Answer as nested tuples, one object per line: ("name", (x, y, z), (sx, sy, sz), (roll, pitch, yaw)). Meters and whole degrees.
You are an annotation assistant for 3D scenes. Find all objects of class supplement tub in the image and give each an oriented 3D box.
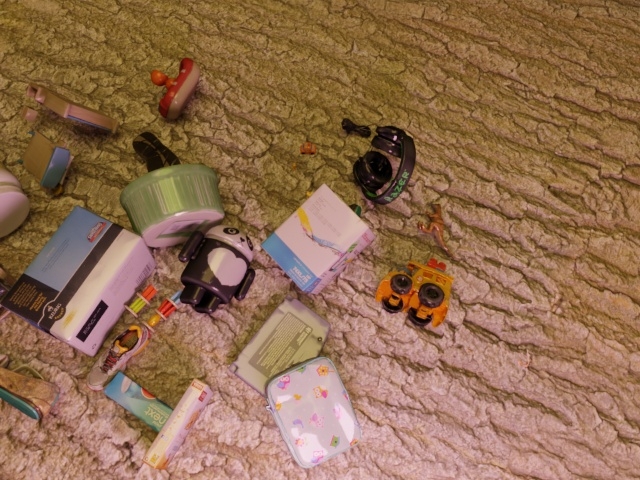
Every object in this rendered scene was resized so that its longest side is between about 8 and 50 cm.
("supplement tub", (-1.088, -0.174, 1.683), (0.325, 0.235, 0.235), (42, 70, 13))

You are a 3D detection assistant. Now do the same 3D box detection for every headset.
("headset", (0.185, -0.294, 1.847), (0.185, 0.243, 0.394), (18, 32, -24))

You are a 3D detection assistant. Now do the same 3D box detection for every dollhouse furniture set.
("dollhouse furniture set", (-0.887, -0.331, 1.864), (0.287, 0.198, 0.303), (29, 98, 31))

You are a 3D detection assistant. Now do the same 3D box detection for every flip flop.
("flip flop", (-0.553, -0.267, 1.861), (0.112, 0.080, 0.277), (-36, 59, -13))

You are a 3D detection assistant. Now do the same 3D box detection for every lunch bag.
("lunch bag", (-0.030, 0.472, 1.528), (0.224, 0.108, 0.279), (-23, 86, -12))

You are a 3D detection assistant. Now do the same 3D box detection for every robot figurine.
("robot figurine", (-0.315, 0.085, 1.665), (0.174, 0.209, 0.278), (18, 66, 18))

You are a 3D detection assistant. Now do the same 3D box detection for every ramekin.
("ramekin", (-0.444, -0.097, 1.675), (0.304, 0.303, 0.148), (-18, 76, -12))

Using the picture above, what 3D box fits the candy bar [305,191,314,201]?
("candy bar", (-0.042, -0.093, 1.852), (0.040, 0.018, 0.161), (11, 65, 1))

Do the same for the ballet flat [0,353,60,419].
("ballet flat", (-0.893, 0.383, 1.533), (0.349, 0.123, 0.123), (24, 67, 6))

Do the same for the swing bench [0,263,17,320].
("swing bench", (-1.009, 0.156, 1.535), (0.165, 0.254, 0.253), (39, 69, 12))

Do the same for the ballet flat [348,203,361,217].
("ballet flat", (0.082, -0.028, 1.812), (0.074, 0.074, 0.203), (15, 72, 2))

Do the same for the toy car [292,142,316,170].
("toy car", (-0.055, -0.299, 1.928), (0.060, 0.040, 0.121), (18, 66, 3))

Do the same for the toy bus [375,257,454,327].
("toy bus", (0.309, 0.136, 1.721), (0.221, 0.149, 0.211), (22, 53, 8))

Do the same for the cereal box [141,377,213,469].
("cereal box", (-0.380, 0.500, 1.481), (0.047, 0.173, 0.240), (29, 68, 8))

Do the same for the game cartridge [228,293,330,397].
("game cartridge", (-0.109, 0.329, 1.643), (0.196, 0.060, 0.294), (34, 68, 14))

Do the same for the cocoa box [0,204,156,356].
("cocoa box", (-0.687, 0.120, 1.589), (0.228, 0.231, 0.347), (26, 67, 7))

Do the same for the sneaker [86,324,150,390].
("sneaker", (-0.595, 0.331, 1.580), (0.088, 0.092, 0.225), (32, 68, 9))

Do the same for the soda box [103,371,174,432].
("soda box", (-0.505, 0.463, 1.544), (0.210, 0.067, 0.071), (32, 68, 9))

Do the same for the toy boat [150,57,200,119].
("toy boat", (-0.527, -0.555, 1.931), (0.151, 0.151, 0.231), (30, 65, -13))

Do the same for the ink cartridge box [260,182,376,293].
("ink cartridge box", (0.000, 0.000, 1.670), (0.270, 0.198, 0.197), (-45, 75, 3))

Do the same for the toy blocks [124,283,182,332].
("toy blocks", (-0.499, 0.187, 1.662), (0.123, 0.054, 0.148), (44, 69, -4))

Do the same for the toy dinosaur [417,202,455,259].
("toy dinosaur", (0.392, -0.040, 1.839), (0.113, 0.064, 0.211), (-2, 67, -7))
